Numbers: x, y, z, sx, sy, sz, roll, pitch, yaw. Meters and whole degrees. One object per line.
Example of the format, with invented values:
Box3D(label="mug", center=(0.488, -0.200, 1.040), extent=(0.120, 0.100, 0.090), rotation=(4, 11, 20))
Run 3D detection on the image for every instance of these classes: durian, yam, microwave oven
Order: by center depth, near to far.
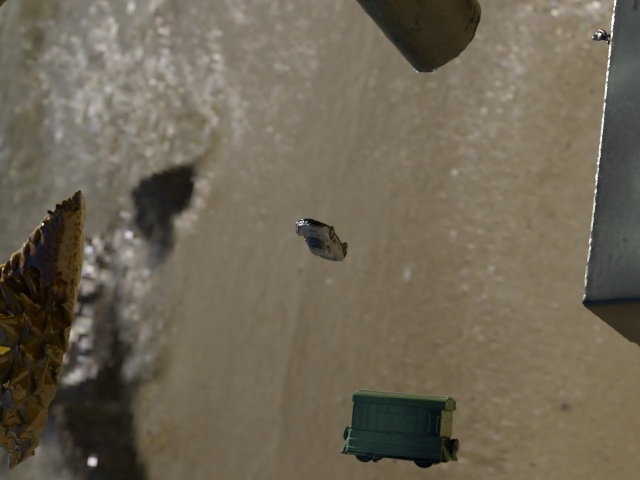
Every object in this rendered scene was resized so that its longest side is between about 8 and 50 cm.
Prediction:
Box3D(label="durian", center=(-0.206, 0.051, 1.088), extent=(0.140, 0.078, 0.224), rotation=(-91, 18, -58))
Box3D(label="yam", center=(0.058, -0.279, 1.558), extent=(0.106, 0.259, 0.106), rotation=(-25, 42, 24))
Box3D(label="microwave oven", center=(0.495, -0.095, 1.841), extent=(0.374, 0.236, 0.432), rotation=(-5, 64, 35))

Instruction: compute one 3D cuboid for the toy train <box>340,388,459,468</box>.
Box3D(label="toy train", center=(0.062, 0.145, 1.248), extent=(0.093, 0.038, 0.056), rotation=(2, 85, 21))

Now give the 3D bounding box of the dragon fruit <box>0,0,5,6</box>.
Box3D(label="dragon fruit", center=(-0.298, -0.158, 0.965), extent=(0.130, 0.268, 0.295), rotation=(48, 116, 16))

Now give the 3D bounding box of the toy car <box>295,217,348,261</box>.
Box3D(label="toy car", center=(0.000, 0.000, 1.772), extent=(0.041, 0.093, 0.025), rotation=(10, 74, 22))
